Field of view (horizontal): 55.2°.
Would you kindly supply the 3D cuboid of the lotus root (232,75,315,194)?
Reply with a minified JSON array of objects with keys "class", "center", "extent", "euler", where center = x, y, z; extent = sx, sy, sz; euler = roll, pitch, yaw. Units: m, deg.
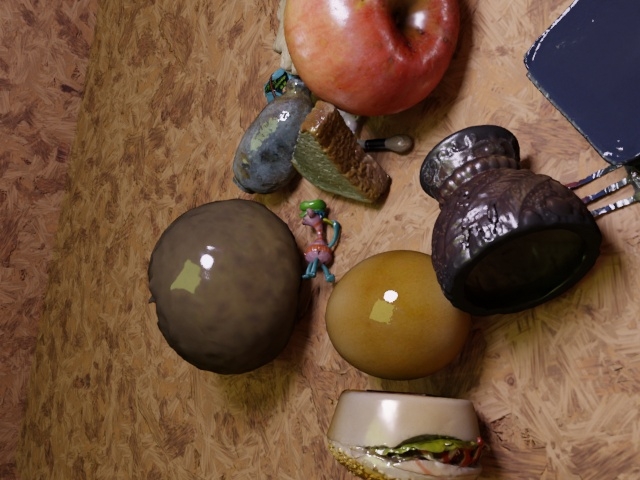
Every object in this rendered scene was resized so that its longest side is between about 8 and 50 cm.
[{"class":"lotus root","center":[-0.111,-0.259,1.597],"extent":[0.349,0.175,0.175],"euler":[-57,47,25]}]

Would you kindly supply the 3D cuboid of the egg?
[{"class":"egg","center":[0.143,0.146,1.201],"extent":[0.322,0.250,0.250],"euler":[-15,73,54]}]

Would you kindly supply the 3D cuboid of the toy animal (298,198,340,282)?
[{"class":"toy animal","center":[0.000,0.000,1.508],"extent":[0.103,0.100,0.208],"euler":[-11,66,24]}]

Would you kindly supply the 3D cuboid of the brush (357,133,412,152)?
[{"class":"brush","center":[0.105,-0.231,1.462],"extent":[0.299,0.039,0.042],"euler":[11,89,52]}]

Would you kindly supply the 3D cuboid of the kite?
[{"class":"kite","center":[0.513,-0.105,0.998],"extent":[0.245,0.015,0.141],"euler":[-31,60,41]}]

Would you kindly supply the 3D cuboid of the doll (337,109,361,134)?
[{"class":"doll","center":[0.056,-0.331,1.509],"extent":[0.160,0.059,0.161],"euler":[-5,80,49]}]

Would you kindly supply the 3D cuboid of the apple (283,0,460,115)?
[{"class":"apple","center":[0.093,-0.439,1.269],"extent":[0.364,0.364,0.363],"euler":[-9,78,47]}]

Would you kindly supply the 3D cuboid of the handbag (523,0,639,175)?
[{"class":"handbag","center":[0.521,-0.296,0.933],"extent":[0.329,0.122,0.303],"euler":[-50,46,30]}]

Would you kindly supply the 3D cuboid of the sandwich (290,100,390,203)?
[{"class":"sandwich","center":[0.001,-0.207,1.390],"extent":[0.254,0.288,0.099],"euler":[30,80,43]}]

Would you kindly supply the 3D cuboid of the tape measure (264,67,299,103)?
[{"class":"tape measure","center":[-0.095,-0.408,1.672],"extent":[0.125,0.081,0.146],"euler":[-38,58,42]}]

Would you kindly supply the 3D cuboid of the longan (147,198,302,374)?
[{"class":"longan","center":[-0.237,0.112,1.517],"extent":[0.404,0.404,0.435],"euler":[3,83,48]}]

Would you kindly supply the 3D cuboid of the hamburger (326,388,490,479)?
[{"class":"hamburger","center":[0.154,0.368,1.134],"extent":[0.302,0.302,0.170],"euler":[-10,70,47]}]

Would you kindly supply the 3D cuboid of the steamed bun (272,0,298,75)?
[{"class":"steamed bun","center":[-0.018,-0.556,1.550],"extent":[0.295,0.137,0.292],"euler":[134,132,-60]}]

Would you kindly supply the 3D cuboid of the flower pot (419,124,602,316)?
[{"class":"flower pot","center":[0.300,-0.045,1.061],"extent":[0.266,0.267,0.267],"euler":[-48,40,33]}]
